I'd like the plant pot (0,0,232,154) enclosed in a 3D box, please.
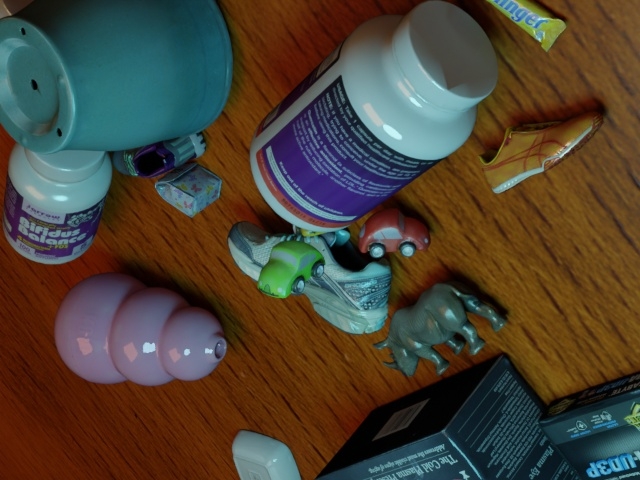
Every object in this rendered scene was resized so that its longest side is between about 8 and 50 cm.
[{"bbox_3d":[-0.304,-0.238,1.343,0.272,0.255,0.271,17,121,31],"label":"plant pot"}]

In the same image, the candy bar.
[{"bbox_3d":[0.197,-0.270,1.081,0.161,0.018,0.040,40,139,10],"label":"candy bar"}]

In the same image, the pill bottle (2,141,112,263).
[{"bbox_3d":[-0.445,-0.094,1.666,0.169,0.169,0.301,44,147,6],"label":"pill bottle"}]

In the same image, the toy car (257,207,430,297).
[{"bbox_3d":[0.000,0.000,1.315,0.239,0.225,0.053,17,129,33],"label":"toy car"}]

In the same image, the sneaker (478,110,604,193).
[{"bbox_3d":[0.247,-0.110,1.131,0.175,0.064,0.067,-29,90,47],"label":"sneaker"}]

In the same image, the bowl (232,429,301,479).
[{"bbox_3d":[-0.110,0.443,1.902,0.142,0.053,0.142,8,124,38],"label":"bowl"}]

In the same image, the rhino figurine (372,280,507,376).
[{"bbox_3d":[0.153,0.132,1.400,0.106,0.073,0.243,45,142,-1],"label":"rhino figurine"}]

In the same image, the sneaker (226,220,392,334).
[{"bbox_3d":[-0.010,0.021,1.458,0.283,0.110,0.122,27,117,22],"label":"sneaker"}]

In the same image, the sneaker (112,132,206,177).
[{"bbox_3d":[-0.285,-0.135,1.562,0.224,0.098,0.083,-11,112,46],"label":"sneaker"}]

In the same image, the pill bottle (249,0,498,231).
[{"bbox_3d":[0.061,-0.145,1.176,0.181,0.181,0.323,51,141,-3],"label":"pill bottle"}]

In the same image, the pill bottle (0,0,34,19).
[{"bbox_3d":[-0.519,-0.355,1.581,0.221,0.124,0.124,-14,110,46],"label":"pill bottle"}]

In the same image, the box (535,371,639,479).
[{"bbox_3d":[0.417,0.265,1.281,0.175,0.051,0.220,52,140,-4],"label":"box"}]

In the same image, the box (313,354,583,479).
[{"bbox_3d":[0.219,0.382,1.456,0.312,0.179,0.343,49,141,-3],"label":"box"}]

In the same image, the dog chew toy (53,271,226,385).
[{"bbox_3d":[-0.316,0.170,1.766,0.332,0.206,0.206,7,126,30],"label":"dog chew toy"}]

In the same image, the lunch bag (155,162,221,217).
[{"bbox_3d":[-0.211,-0.087,1.555,0.083,0.071,0.053,32,136,21],"label":"lunch bag"}]
